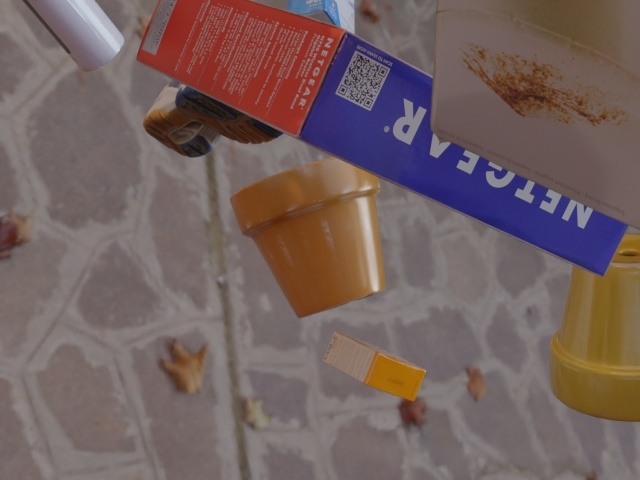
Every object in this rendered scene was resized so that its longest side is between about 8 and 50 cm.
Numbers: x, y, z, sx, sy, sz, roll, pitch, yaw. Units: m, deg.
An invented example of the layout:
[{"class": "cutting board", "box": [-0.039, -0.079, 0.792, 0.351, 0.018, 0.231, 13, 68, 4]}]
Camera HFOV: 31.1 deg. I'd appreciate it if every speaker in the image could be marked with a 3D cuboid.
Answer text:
[{"class": "speaker", "box": [-0.247, -0.226, 1.098, 0.136, 0.055, 0.055, 52, 36, -38]}]

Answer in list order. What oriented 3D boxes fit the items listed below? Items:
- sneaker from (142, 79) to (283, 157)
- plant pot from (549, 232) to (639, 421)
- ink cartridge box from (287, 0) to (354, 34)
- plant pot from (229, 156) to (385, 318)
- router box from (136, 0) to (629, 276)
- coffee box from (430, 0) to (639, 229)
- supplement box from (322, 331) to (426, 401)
[{"class": "sneaker", "box": [-0.107, -0.184, 1.327, 0.112, 0.296, 0.131, 37, 70, -28]}, {"class": "plant pot", "box": [0.486, 0.124, 1.807, 0.254, 0.254, 0.239, -30, 120, -56]}, {"class": "ink cartridge box", "box": [0.001, -0.294, 1.356, 0.088, 0.052, 0.122, 42, 42, -57]}, {"class": "plant pot", "box": [0.000, 0.000, 1.580, 0.205, 0.205, 0.188, -12, 83, -56]}, {"class": "router box", "box": [0.053, -0.098, 0.972, 0.335, 0.301, 0.082, 21, 96, -36]}, {"class": "coffee box", "box": [0.298, -0.200, 0.638, 0.338, 0.338, 0.334, -41, 146, -34]}, {"class": "supplement box", "box": [0.054, 0.127, 1.172, 0.062, 0.098, 0.036, 22, 88, -28]}]
